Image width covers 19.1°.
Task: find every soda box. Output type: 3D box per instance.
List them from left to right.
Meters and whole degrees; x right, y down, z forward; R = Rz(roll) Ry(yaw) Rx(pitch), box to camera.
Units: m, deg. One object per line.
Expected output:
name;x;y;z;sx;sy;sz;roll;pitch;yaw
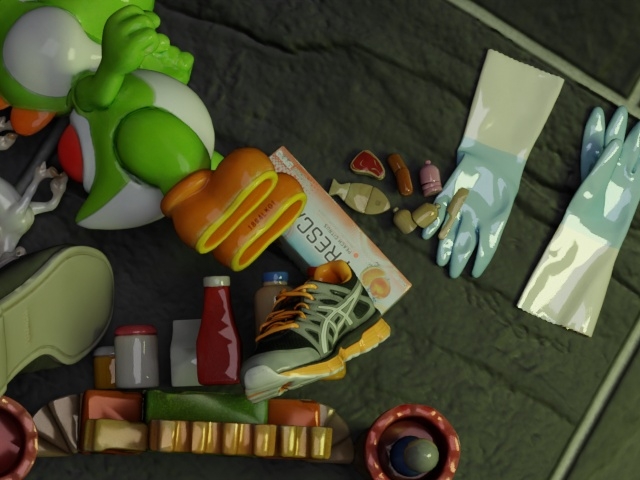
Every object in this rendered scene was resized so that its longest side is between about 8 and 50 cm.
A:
soda box;0.000;0.000;1.792;0.063;0.058;0.183;-43;91;-12

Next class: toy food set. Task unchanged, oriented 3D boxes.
toy food set;-0.098;0.079;1.724;0.232;0.111;0.104;-3;86;8
toy food set;0.076;-0.049;1.827;0.122;0.019;0.078;26;80;9

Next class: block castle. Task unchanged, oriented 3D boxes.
block castle;-0.107;0.282;1.659;0.453;0.213;0.303;2;82;-9

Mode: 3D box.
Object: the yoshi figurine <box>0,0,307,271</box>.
yoshi figurine;-0.160;-0.151;1.708;0.362;0.203;0.203;42;43;18

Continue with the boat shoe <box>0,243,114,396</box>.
boat shoe;-0.277;0.068;1.626;0.096;0.335;0.112;5;103;16

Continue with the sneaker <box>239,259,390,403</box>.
sneaker;-0.016;0.078;1.631;0.084;0.215;0.083;-20;95;26

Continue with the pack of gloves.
pack of gloves;0.217;-0.050;1.843;0.195;0.046;0.232;22;79;-7

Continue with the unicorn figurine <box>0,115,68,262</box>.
unicorn figurine;-0.290;-0.037;1.749;0.111;0.060;0.162;-45;75;7
